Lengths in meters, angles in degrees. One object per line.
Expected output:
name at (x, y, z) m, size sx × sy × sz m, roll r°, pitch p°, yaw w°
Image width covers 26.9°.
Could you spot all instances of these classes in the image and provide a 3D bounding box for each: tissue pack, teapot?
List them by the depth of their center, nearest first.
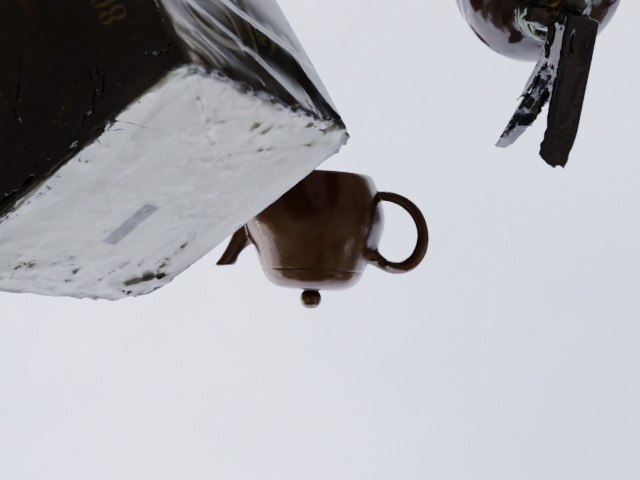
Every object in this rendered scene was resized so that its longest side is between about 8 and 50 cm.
tissue pack at (-0.162, -0.157, 0.813) m, size 0.210 × 0.198 × 0.370 m, roll -36°, pitch -115°, yaw 18°
teapot at (0.000, 0.000, 1.060) m, size 0.173 × 0.116 × 0.116 m, roll 2°, pitch -125°, yaw 13°

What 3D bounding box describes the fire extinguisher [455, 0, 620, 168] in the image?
fire extinguisher at (0.118, -0.176, 0.854) m, size 0.102 × 0.138 × 0.344 m, roll 12°, pitch -144°, yaw -19°
